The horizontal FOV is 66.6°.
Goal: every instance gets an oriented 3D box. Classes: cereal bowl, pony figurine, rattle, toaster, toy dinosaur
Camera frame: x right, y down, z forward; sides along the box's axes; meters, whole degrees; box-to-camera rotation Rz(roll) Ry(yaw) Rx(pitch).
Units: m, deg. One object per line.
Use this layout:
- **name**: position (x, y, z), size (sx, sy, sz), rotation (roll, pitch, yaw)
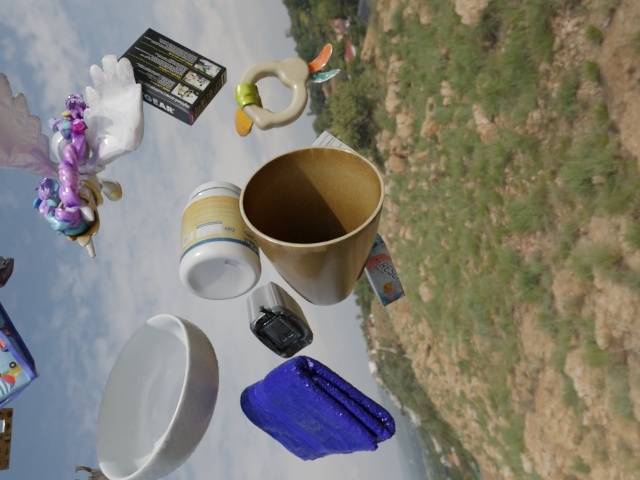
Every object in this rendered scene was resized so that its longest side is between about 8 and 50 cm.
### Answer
- **cereal bowl**: position (-0.326, 0.336, 1.038), size (0.141, 0.339, 0.338), rotation (29, -144, -38)
- **pony figurine**: position (-0.488, -0.175, 0.970), size (0.363, 0.303, 0.350), rotation (-135, 36, -63)
- **rattle**: position (-0.063, -0.273, 0.923), size (0.130, 0.200, 0.142), rotation (42, 162, 16)
- **toaster**: position (-0.126, 0.219, 1.389), size (0.227, 0.129, 0.146), rotation (48, -171, -35)
- **toy dinosaur**: position (-0.500, 0.527, 1.087), size (0.183, 0.093, 0.053), rotation (120, 152, -47)

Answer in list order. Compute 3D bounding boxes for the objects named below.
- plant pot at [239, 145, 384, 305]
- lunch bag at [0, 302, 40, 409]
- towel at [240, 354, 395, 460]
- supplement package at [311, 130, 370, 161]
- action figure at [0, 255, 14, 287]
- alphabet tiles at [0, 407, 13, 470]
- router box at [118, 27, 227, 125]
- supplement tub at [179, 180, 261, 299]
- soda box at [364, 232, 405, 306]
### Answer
- **plant pot**: position (0.000, 0.000, 0.887), size (0.254, 0.237, 0.237), rotation (80, 180, -49)
- **lunch bag**: position (-0.674, 0.229, 0.893), size (0.293, 0.221, 0.138), rotation (49, 162, 11)
- **towel**: position (-0.025, 0.336, 0.928), size (0.308, 0.228, 0.076), rotation (-47, 9, 51)
- **supplement package**: position (0.048, -0.246, 1.572), size (0.105, 0.179, 0.105), rotation (-54, -3, -27)
- **action figure**: position (-0.828, 0.027, 1.069), size (0.285, 0.186, 0.099), rotation (53, -129, -72)
- **alphabet tiles**: position (-1.069, 0.637, 1.555), size (0.237, 0.009, 0.198), rotation (75, -174, -70)
- **router box**: position (-0.293, -0.320, 0.947), size (0.133, 0.179, 0.046), rotation (-60, -3, -25)
- **supplement tub**: position (-0.190, -0.003, 0.921), size (0.144, 0.145, 0.199), rotation (73, -177, -47)
- **soda box**: position (0.126, 0.059, 1.050), size (0.183, 0.058, 0.063), rotation (62, 180, -41)
